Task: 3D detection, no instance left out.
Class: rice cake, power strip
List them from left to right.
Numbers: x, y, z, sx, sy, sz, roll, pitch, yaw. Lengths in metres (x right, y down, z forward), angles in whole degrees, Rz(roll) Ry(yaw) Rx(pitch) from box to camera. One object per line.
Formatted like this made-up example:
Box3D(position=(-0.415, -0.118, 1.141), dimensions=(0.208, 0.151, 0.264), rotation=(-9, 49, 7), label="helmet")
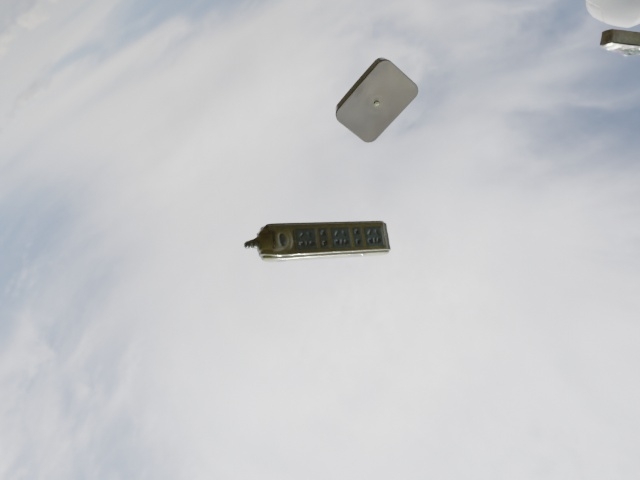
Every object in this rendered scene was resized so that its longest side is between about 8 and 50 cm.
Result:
Box3D(position=(0.000, 0.000, 1.284), dimensions=(0.066, 0.387, 0.092), rotation=(147, -63, -65), label="power strip")
Box3D(position=(0.721, -0.436, 1.138), dimensions=(0.206, 0.036, 0.047), rotation=(3, -112, 0), label="rice cake")

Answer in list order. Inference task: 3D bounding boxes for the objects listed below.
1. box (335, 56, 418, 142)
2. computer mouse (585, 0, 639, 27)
Box3D(position=(0.089, -0.230, 0.847), dimensions=(0.126, 0.091, 0.031), rotation=(-47, -150, 23), label="box")
Box3D(position=(0.294, -0.320, 0.454), dimensions=(0.121, 0.297, 0.184), rotation=(9, -104, 31), label="computer mouse")
